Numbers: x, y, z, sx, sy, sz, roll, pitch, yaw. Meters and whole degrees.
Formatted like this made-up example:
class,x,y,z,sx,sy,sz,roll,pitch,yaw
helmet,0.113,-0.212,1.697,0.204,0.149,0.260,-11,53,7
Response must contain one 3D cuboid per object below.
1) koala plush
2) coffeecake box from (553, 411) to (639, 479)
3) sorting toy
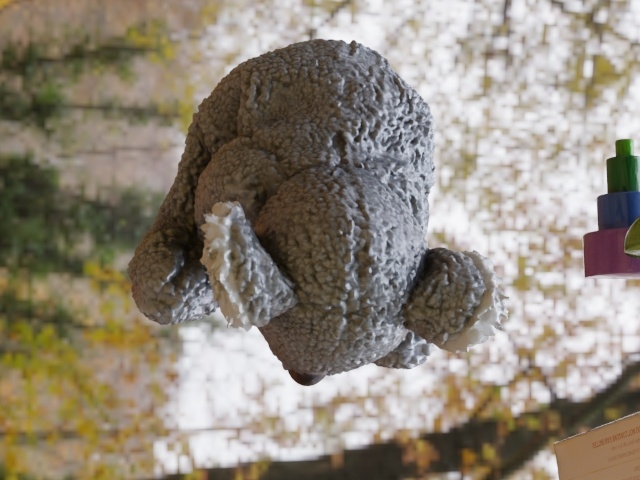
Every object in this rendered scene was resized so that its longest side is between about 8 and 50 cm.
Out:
class,x,y,z,sx,sy,sz,roll,pitch,yaw
koala plush,0.000,0.000,0.937,0.221,0.196,0.203,-107,-149,-69
coffeecake box,0.143,0.151,0.563,0.142,0.068,0.186,128,-42,-72
sorting toy,0.272,-0.055,1.069,0.365,0.127,0.126,156,-66,-71
